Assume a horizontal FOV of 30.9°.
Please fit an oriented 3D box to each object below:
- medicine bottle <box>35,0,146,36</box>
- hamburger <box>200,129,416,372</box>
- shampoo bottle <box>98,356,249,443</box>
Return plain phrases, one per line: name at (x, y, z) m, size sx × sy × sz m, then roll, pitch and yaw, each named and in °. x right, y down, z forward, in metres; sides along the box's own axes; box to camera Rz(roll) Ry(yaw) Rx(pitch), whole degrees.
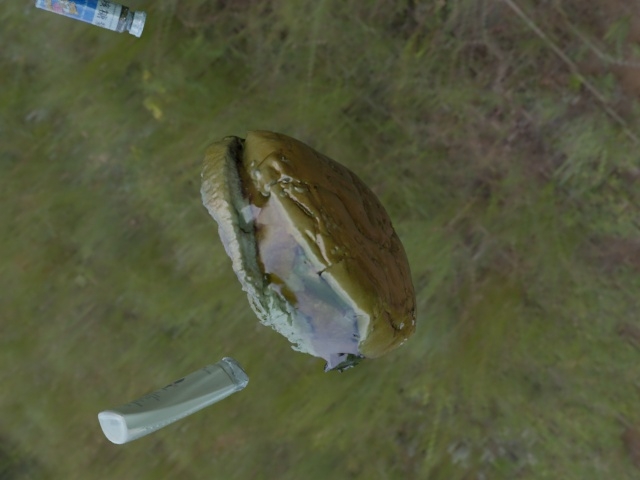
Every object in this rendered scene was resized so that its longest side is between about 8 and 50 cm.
medicine bottle at (-0.406, -0.409, 2.053) m, size 0.191 × 0.051 × 0.051 m, roll 14°, pitch 176°, yaw -16°
hamburger at (0.000, 0.002, 1.215) m, size 0.266 × 0.134 × 0.285 m, roll 70°, pitch -166°, yaw 14°
shampoo bottle at (-0.188, 0.207, 1.510) m, size 0.072 × 0.212 × 0.049 m, roll -9°, pitch 97°, yaw 43°
